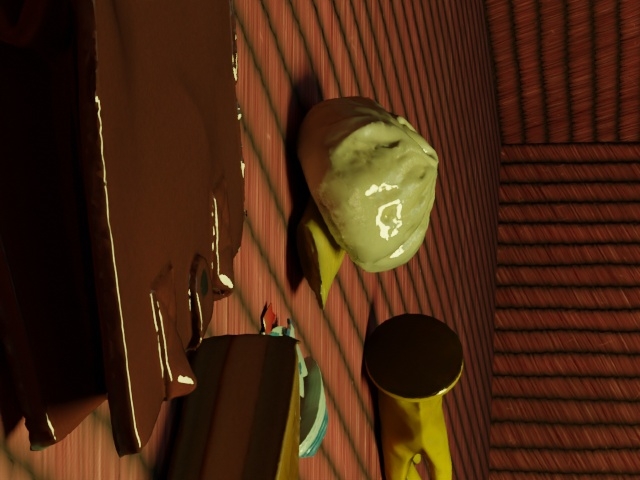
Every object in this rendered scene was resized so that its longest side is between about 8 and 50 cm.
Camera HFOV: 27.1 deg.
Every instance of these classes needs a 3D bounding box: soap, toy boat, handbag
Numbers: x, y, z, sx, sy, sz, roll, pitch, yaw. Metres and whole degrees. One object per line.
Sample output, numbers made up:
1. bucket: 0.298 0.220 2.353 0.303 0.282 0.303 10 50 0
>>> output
1. soap: 0.000 0.000 1.242 0.168 0.033 0.089 -64 143 -66
2. toy boat: -0.027 0.116 1.155 0.105 0.034 0.149 -54 130 -65
3. handbag: -0.102 -0.066 0.678 0.260 0.084 0.276 -70 157 -65

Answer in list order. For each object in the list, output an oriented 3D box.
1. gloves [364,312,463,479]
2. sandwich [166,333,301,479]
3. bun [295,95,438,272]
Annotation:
1. gloves: 0.117 0.224 1.658 0.294 0.116 0.133 85 19 -50
2. sandwich: -0.059 0.140 0.852 0.113 0.079 0.163 28 63 -78
3. bun: 0.058 -0.061 1.243 0.183 0.102 0.183 51 26 -37
